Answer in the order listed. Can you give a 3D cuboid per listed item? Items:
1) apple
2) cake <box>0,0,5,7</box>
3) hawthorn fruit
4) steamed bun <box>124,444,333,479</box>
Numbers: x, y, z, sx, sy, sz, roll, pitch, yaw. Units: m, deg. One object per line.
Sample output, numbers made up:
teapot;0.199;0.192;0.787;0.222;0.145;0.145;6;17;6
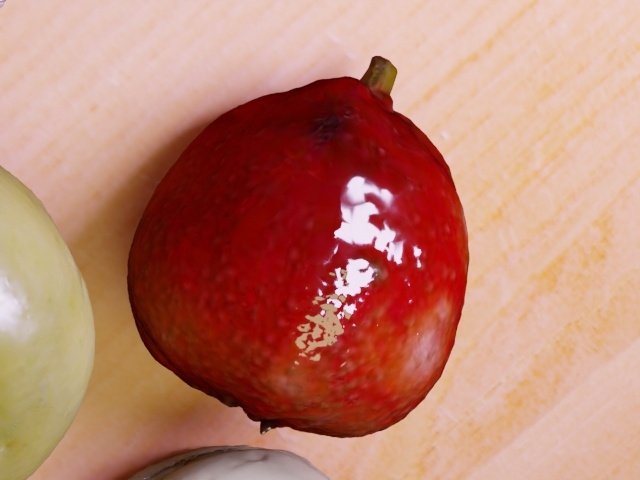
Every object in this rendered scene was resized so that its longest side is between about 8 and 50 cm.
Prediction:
apple;-0.309;0.061;0.989;0.292;0.254;0.292;-9;120;-16
cake;-0.281;-0.236;0.912;0.116;0.112;0.295;-35;146;12
hawthorn fruit;0.000;0.000;1.100;0.265;0.265;0.307;35;77;-32
steamed bun;-0.072;0.357;1.244;0.339;0.247;0.352;-25;87;3
